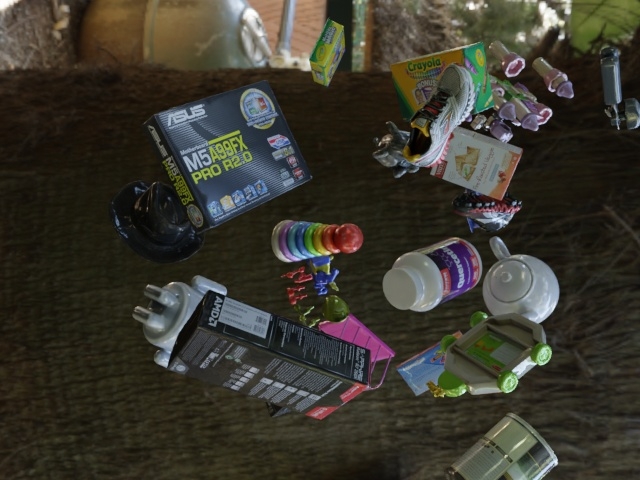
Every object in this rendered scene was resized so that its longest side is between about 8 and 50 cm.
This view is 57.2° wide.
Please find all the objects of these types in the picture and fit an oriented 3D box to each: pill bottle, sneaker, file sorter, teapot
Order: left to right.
[{"bbox_3d":[0.127,0.484,2.492,0.202,0.291,0.182,-27,-152,45],"label":"file sorter"},{"bbox_3d":[0.340,0.106,1.793,0.323,0.182,0.181,-17,117,-43],"label":"pill bottle"},{"bbox_3d":[0.239,-0.249,1.195,0.093,0.088,0.225,-8,126,-44],"label":"sneaker"},{"bbox_3d":[0.533,-0.087,1.921,0.097,0.276,0.135,52,-46,44],"label":"sneaker"},{"bbox_3d":[0.618,0.140,1.869,0.187,0.256,0.252,34,82,-43],"label":"teapot"}]

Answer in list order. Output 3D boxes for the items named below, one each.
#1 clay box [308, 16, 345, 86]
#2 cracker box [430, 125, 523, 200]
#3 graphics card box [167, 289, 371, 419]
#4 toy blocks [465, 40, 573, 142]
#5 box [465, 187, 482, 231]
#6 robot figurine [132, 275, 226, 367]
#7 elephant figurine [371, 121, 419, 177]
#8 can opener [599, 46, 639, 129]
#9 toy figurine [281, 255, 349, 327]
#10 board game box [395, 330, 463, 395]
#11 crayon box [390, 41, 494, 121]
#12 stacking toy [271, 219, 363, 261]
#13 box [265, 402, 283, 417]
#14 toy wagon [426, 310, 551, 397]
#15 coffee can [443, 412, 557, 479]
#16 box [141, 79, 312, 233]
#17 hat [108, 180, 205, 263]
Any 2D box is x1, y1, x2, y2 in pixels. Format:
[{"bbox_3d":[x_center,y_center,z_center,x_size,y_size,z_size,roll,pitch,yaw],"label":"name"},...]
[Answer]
[{"bbox_3d":[0.021,-0.535,1.676,0.127,0.053,0.222,-64,177,1],"label":"clay box"},{"bbox_3d":[0.469,-0.238,1.776,0.067,0.232,0.155,-46,154,-55],"label":"cracker box"},{"bbox_3d":[-0.108,0.249,1.222,0.233,0.371,0.094,-50,-156,48],"label":"graphics card box"},{"bbox_3d":[0.620,-0.416,1.869,0.309,0.289,0.260,-56,-135,36],"label":"toy blocks"},{"bbox_3d":[0.568,-0.143,2.172,0.136,0.037,0.225,66,31,-28],"label":"box"},{"bbox_3d":[-0.396,0.256,1.803,0.353,0.200,0.299,38,75,-42],"label":"robot figurine"},{"bbox_3d":[0.258,-0.315,1.961,0.239,0.186,0.169,20,57,-72],"label":"elephant figurine"},{"bbox_3d":[0.829,-0.420,1.633,0.280,0.093,0.074,46,44,-44],"label":"can opener"},{"bbox_3d":[-0.026,0.115,2.103,0.362,0.191,0.217,-117,-159,-56],"label":"toy figurine"},{"bbox_3d":[0.440,0.464,2.207,0.145,0.281,0.027,54,16,-13],"label":"board game box"},{"bbox_3d":[0.320,-0.418,1.572,0.278,0.081,0.165,10,-59,56],"label":"crayon box"},{"bbox_3d":[0.000,0.000,1.857,0.141,0.330,0.141,1,88,-47],"label":"stacking toy"},{"bbox_3d":[-0.045,0.395,1.565,0.077,0.180,0.147,69,-27,20],"label":"box"},{"bbox_3d":[0.438,0.321,1.588,0.068,0.344,0.267,61,-14,-24],"label":"toy wagon"},{"bbox_3d":[0.546,0.692,1.786,0.201,0.275,0.201,49,-12,14],"label":"coffee can"},{"bbox_3d":[-0.163,-0.162,1.094,0.270,0.060,0.216,-31,99,-41],"label":"box"},{"bbox_3d":[-0.504,-0.094,1.869,0.134,0.331,0.331,-53,-158,42],"label":"hat"}]
